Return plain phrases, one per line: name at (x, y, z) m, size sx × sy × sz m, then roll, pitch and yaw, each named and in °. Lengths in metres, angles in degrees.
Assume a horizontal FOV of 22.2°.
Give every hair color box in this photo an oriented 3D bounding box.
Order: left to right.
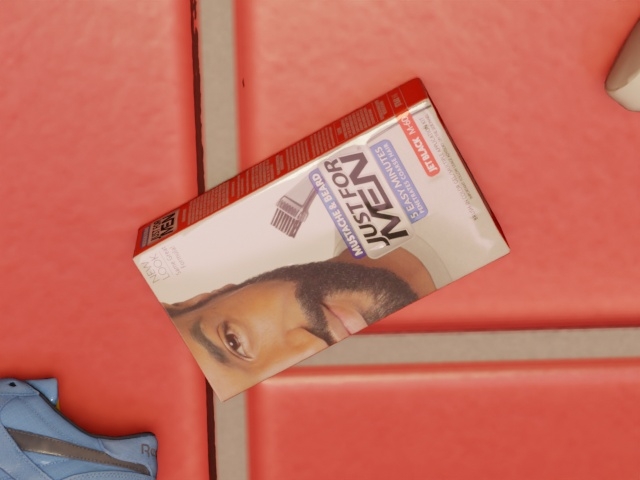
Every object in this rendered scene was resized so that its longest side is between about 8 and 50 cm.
hair color box at (0.000, 0.000, 0.829) m, size 0.167 × 0.053 × 0.093 m, roll -28°, pitch 107°, yaw 8°

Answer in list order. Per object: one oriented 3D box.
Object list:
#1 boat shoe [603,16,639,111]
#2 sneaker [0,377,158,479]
boat shoe at (0.232, -0.134, 0.783) m, size 0.070 × 0.078 × 0.219 m, roll 42°, pitch 99°, yaw -12°
sneaker at (-0.187, 0.102, 0.855) m, size 0.209 × 0.069 × 0.082 m, roll 18°, pitch 73°, yaw 2°
